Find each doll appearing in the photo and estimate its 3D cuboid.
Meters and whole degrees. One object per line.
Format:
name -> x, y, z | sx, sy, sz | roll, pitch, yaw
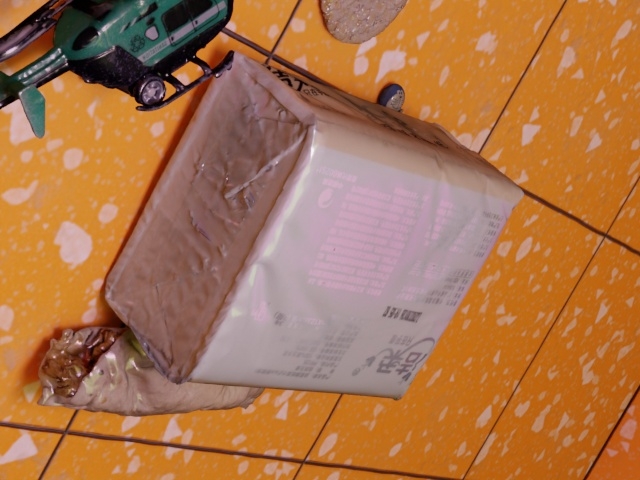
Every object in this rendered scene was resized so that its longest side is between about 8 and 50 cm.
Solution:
doll -> 0.077, -0.140, 1.728 | 0.037, 0.027, 0.125 | -6, 122, -48

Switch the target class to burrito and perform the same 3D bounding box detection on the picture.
burrito -> -0.181, 0.152, 1.616 | 0.392, 0.076, 0.117 | 11, 102, -55

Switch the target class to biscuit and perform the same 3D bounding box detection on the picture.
biscuit -> 0.056, -0.298, 1.584 | 0.152, 0.020, 0.152 | -29, 137, -31

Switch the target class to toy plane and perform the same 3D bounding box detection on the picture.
toy plane -> -0.209, -0.195, 1.290 | 0.381, 0.106, 0.155 | -36, 134, -26

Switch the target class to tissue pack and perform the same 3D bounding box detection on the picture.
tissue pack -> 0.000, 0.000, 1.580 | 0.405, 0.205, 0.332 | 12, 113, -51
